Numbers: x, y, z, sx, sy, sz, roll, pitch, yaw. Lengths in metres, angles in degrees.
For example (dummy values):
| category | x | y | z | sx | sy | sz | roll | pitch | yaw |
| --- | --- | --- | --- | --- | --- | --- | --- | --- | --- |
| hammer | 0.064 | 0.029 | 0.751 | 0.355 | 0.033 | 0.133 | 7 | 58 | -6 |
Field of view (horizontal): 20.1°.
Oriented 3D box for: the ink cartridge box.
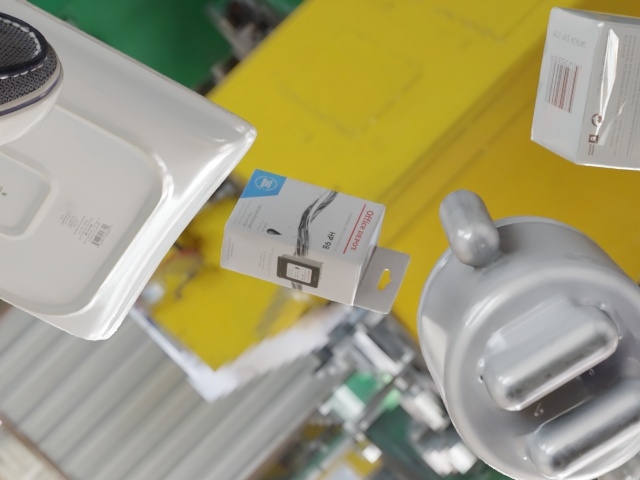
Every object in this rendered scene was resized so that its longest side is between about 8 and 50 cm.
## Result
| category | x | y | z | sx | sy | sz | roll | pitch | yaw |
| --- | --- | --- | --- | --- | --- | --- | --- | --- | --- |
| ink cartridge box | 0.000 | 0.000 | 1.836 | 0.180 | 0.104 | 0.060 | 16 | 131 | 7 |

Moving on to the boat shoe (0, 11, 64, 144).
| category | x | y | z | sx | sy | sz | roll | pitch | yaw |
| --- | --- | --- | --- | --- | --- | --- | --- | --- | --- |
| boat shoe | -0.300 | -0.147 | 1.144 | 0.127 | 0.341 | 0.158 | 51 | 132 | 33 |

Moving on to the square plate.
| category | x | y | z | sx | sy | sz | roll | pitch | yaw |
| --- | --- | --- | --- | --- | --- | --- | --- | --- | --- |
| square plate | -0.278 | -0.064 | 1.555 | 0.344 | 0.049 | 0.347 | 28 | 136 | -12 |

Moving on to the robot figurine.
| category | x | y | z | sx | sy | sz | roll | pitch | yaw |
| --- | --- | --- | --- | --- | --- | --- | --- | --- | --- |
| robot figurine | 0.196 | 0.092 | 1.617 | 0.300 | 0.200 | 0.353 | 61 | -178 | -14 |

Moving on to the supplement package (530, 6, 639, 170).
| category | x | y | z | sx | sy | sz | roll | pitch | yaw |
| --- | --- | --- | --- | --- | --- | --- | --- | --- | --- |
| supplement package | 0.260 | -0.105 | 1.315 | 0.179 | 0.105 | 0.105 | 5 | -169 | -14 |
